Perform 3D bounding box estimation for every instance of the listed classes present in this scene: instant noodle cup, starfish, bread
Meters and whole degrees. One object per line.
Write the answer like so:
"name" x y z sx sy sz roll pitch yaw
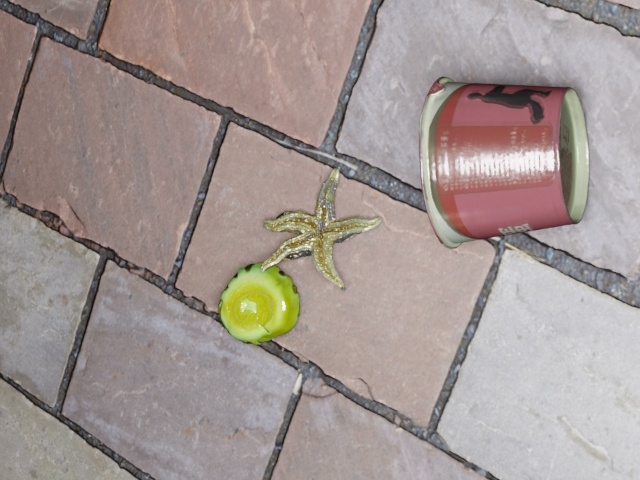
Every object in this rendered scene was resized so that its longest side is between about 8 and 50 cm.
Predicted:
"instant noodle cup" 0.248 -0.106 1.542 0.178 0.235 0.235 -1 90 25
"starfish" 0.000 0.000 1.794 0.208 0.053 0.176 -28 63 25
"bread" -0.094 0.103 1.851 0.139 0.071 0.130 -45 71 22
